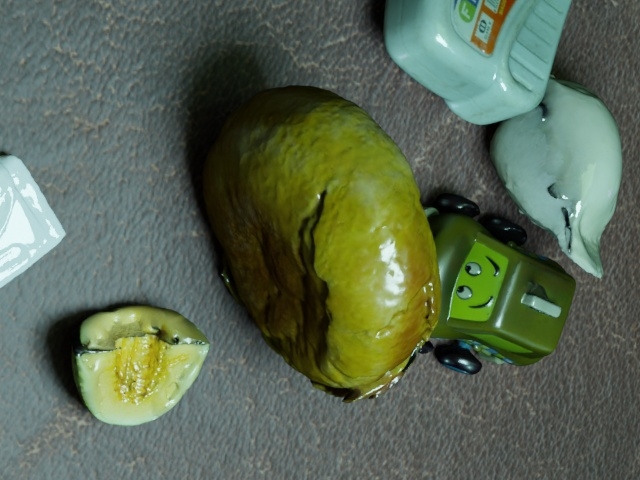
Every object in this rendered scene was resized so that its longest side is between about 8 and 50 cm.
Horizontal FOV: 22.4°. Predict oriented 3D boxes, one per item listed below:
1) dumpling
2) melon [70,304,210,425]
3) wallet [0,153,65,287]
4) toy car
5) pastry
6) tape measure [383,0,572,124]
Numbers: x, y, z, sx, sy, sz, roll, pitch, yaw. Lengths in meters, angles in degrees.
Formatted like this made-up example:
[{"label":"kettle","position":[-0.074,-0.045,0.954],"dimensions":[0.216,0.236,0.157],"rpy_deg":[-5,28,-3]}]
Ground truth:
[{"label":"dumpling","position":[0.307,-0.082,2.041],"dimensions":[0.227,0.175,0.243],"rpy_deg":[30,75,-60]},{"label":"melon","position":[-0.215,0.138,1.785],"dimensions":[0.160,0.079,0.128],"rpy_deg":[-3,115,-33]},{"label":"wallet","position":[-0.363,0.002,1.695],"dimensions":[0.183,0.032,0.124],"rpy_deg":[-40,117,-24]},{"label":"toy car","position":[0.207,0.062,1.965],"dimensions":[0.248,0.198,0.204],"rpy_deg":[23,84,-31]},{"label":"pastry","position":[0.000,0.000,1.760],"dimensions":[0.164,0.356,0.356],"rpy_deg":[-22,107,-22]},{"label":"tape measure","position":[0.190,-0.279,1.952],"dimensions":[0.246,0.125,0.243],"rpy_deg":[32,62,-27]}]
